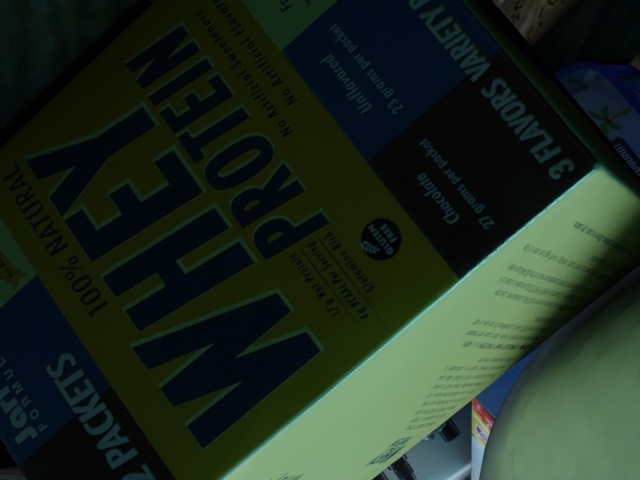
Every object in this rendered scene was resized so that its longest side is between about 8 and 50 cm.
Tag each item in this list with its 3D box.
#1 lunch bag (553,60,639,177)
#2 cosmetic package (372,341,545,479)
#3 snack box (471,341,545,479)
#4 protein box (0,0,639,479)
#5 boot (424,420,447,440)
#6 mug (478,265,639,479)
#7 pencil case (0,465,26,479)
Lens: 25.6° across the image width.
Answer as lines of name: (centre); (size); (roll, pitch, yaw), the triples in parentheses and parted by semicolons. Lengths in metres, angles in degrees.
lunch bag: (0.155, -0.025, 0.758); (0.151, 0.129, 0.096); (-10, 149, -51)
cosmetic package: (0.105, 0.144, 1.152); (0.239, 0.099, 0.060); (-32, 162, -15)
snack box: (0.200, 0.136, 1.073); (0.174, 0.070, 0.207); (-34, 152, -14)
protein box: (0.000, 0.000, 0.517); (0.201, 0.136, 0.200); (-41, 163, 13)
boot: (0.012, 0.085, 0.828); (0.246, 0.094, 0.207); (-34, 160, -29)
mug: (0.250, 0.073, 0.564); (0.328, 0.276, 0.374); (-13, -140, 56)
pencil case: (-0.181, 0.172, 0.644); (0.124, 0.124, 0.284); (-43, 161, 21)
